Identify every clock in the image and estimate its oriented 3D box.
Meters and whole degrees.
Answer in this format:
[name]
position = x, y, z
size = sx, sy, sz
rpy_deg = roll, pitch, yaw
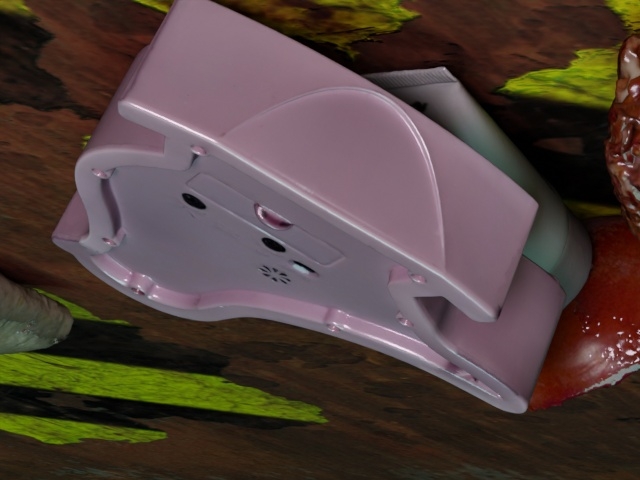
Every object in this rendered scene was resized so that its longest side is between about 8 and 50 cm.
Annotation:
[clock]
position = 0.000, 0.000, 1.115
size = 0.290, 0.080, 0.275
rpy_deg = 30, 158, -11

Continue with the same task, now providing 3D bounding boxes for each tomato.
[tomato]
position = 0.189, 0.030, 1.312
size = 0.173, 0.099, 0.189
rpy_deg = -30, -175, 40

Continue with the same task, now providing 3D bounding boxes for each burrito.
[burrito]
position = -0.287, 0.040, 1.536
size = 0.087, 0.060, 0.226
rpy_deg = -8, 161, 24

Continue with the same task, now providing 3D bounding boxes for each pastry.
[pastry]
position = 0.201, -0.033, 1.032
size = 0.097, 0.115, 0.208
rpy_deg = -6, 163, 14

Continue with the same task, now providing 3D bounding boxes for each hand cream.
[hand cream]
position = 0.075, -0.035, 1.154
size = 0.133, 0.083, 0.248
rpy_deg = -7, 152, 34
